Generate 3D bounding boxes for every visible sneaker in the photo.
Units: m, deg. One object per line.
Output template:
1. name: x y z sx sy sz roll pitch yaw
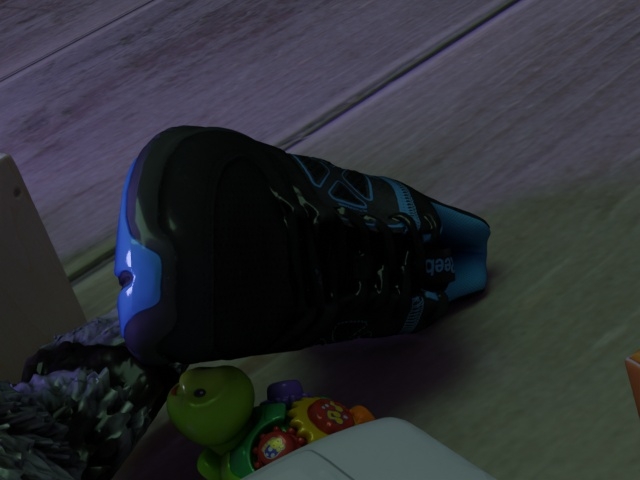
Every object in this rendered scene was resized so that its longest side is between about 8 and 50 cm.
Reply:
1. sneaker: 0.000 0.000 0.756 0.140 0.125 0.341 4 6 20

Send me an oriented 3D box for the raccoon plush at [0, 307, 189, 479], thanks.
1. raccoon plush: -0.268 0.096 0.628 0.216 0.299 0.446 -54 2 15

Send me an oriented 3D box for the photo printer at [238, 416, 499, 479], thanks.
1. photo printer: 0.008 0.196 0.496 0.256 0.107 0.307 -33 29 -20

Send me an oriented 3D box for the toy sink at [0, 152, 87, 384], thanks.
1. toy sink: -0.311 0.025 0.988 0.234 0.152 0.131 2 33 38

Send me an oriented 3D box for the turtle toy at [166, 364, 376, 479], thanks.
1. turtle toy: -0.020 0.107 0.688 0.130 0.066 0.095 22 28 -9

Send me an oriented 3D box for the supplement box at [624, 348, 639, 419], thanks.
1. supplement box: 0.264 0.040 0.665 0.233 0.078 0.080 -30 28 -23
